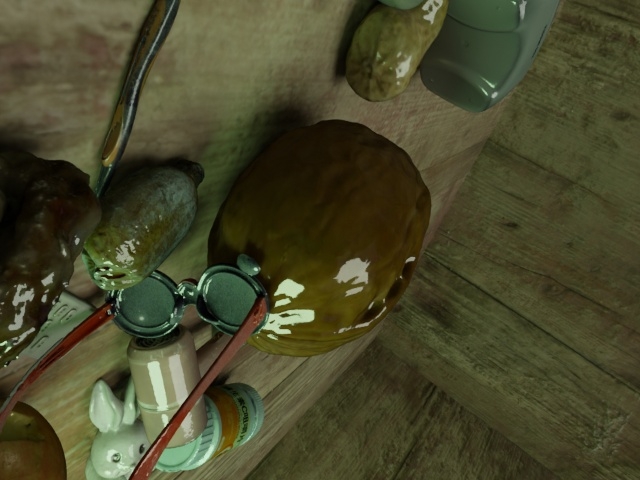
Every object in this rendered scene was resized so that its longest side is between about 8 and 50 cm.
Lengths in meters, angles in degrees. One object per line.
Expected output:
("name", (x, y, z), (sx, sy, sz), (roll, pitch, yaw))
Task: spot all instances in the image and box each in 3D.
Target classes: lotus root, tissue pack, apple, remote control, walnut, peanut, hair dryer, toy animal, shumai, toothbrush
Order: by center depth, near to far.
("shumai", (-0.299, 0.008, 0.307), (0.218, 0.184, 0.185), (-46, 126, 8))
("toothbrush", (-0.214, -0.114, 0.449), (0.321, 0.023, 0.031), (-60, 163, 13))
("apple", (-0.378, 0.267, 0.466), (0.199, 0.199, 0.199), (-46, 158, -24))
("remote control", (-0.332, 0.086, 0.486), (0.087, 0.029, 0.190), (-48, 159, -18))
("lotus root", (-0.200, -0.030, 0.503), (0.192, 0.088, 0.113), (-59, 176, -38))
("walnut", (0.000, 0.000, 0.682), (0.398, 0.308, 0.354), (-50, 157, -38))
("peanut", (0.135, -0.355, 0.712), (0.253, 0.122, 0.137), (-57, 167, -2))
("toy animal", (-0.338, 0.335, 0.733), (0.104, 0.131, 0.220), (-11, 131, -43))
("hair dryer", (-0.208, 0.199, 0.815), (0.344, 0.107, 0.189), (-40, 129, -61))
("tissue pack", (0.351, -0.460, 0.876), (0.236, 0.229, 0.333), (-49, 160, -16))

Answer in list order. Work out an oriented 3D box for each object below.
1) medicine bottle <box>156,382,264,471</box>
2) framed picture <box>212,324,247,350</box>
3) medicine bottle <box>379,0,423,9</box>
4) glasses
("medicine bottle", (-0.260, 0.423, 0.992), (0.158, 0.158, 0.318), (-54, 160, -2))
("framed picture", (-0.156, 0.144, 0.983), (0.232, 0.024, 0.315), (-37, 152, -38))
("medicine bottle", (0.145, -0.499, 0.505), (0.375, 0.123, 0.282), (-61, 158, 14))
("glasses", (-0.196, 0.114, 0.444), (0.268, 0.234, 0.118), (-59, 144, -65))
